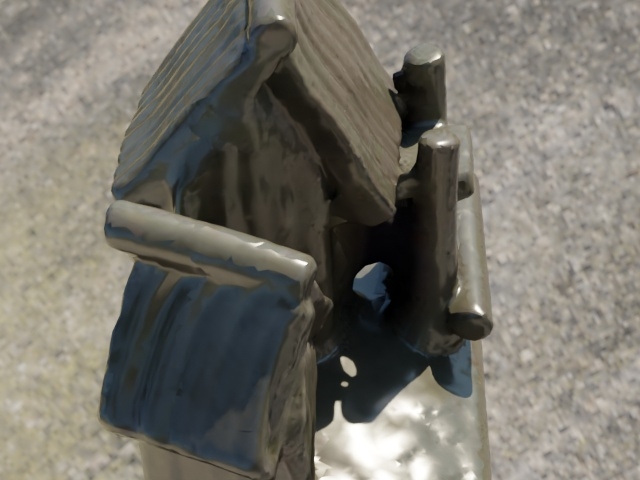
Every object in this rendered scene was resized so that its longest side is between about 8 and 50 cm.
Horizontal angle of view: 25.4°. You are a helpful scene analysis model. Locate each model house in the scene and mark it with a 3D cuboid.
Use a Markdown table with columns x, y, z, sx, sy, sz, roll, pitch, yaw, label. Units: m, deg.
| x | y | z | sx | sy | sz | roll | pitch | yaw | label |
| --- | --- | --- | --- | --- | --- | --- | --- | --- | --- |
| -0.006 | 0.004 | 0.486 | 0.122 | 0.188 | 0.229 | -4 | 40 | 10 | model house |
